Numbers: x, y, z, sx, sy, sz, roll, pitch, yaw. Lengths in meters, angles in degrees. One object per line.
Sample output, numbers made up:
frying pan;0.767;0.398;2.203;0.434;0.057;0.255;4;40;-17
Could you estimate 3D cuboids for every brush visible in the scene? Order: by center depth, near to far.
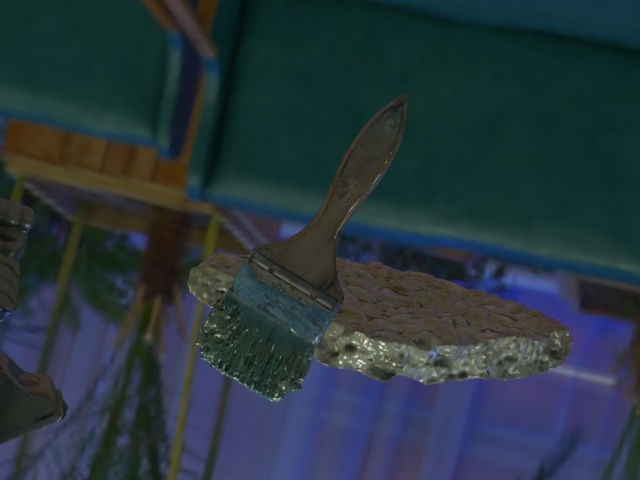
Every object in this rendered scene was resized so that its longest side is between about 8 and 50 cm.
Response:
brush;0.000;0.000;0.898;0.070;0.196;0.021;31;-173;-1

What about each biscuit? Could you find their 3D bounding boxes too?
biscuit;0.042;0.052;1.033;0.265;0.040;0.188;11;-165;-1

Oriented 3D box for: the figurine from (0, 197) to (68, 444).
figurine;-0.373;0.079;1.432;0.167;0.285;0.342;-18;-167;13
